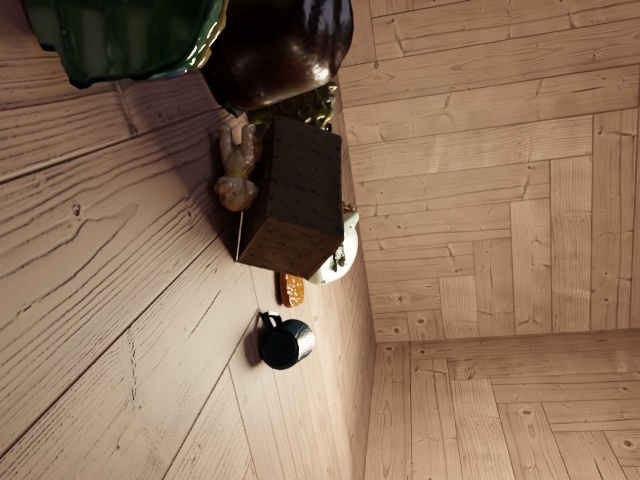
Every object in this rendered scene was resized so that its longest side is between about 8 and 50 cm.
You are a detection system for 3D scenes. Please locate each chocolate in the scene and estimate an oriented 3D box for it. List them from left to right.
[{"bbox_3d":[-0.089,-0.504,1.194,0.383,0.331,0.383,-8,90,-79],"label":"chocolate"}]

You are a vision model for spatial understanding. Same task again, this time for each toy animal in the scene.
[{"bbox_3d":[-0.176,-0.141,1.162,0.184,0.104,0.185,75,8,-75],"label":"toy animal"}]

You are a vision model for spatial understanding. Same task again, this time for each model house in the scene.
[{"bbox_3d":[-0.225,-0.382,0.712,0.329,0.252,0.295,-83,163,-69],"label":"model house"}]

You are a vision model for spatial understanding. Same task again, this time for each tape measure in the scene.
[{"bbox_3d":[0.036,0.023,1.800,0.243,0.125,0.246,-33,126,-36],"label":"tape measure"}]

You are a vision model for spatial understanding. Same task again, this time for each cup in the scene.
[{"bbox_3d":[-0.102,0.262,1.345,0.113,0.150,0.138,-62,168,6],"label":"cup"}]

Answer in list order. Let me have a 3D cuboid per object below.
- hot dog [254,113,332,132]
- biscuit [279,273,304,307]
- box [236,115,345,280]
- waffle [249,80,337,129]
[{"bbox_3d":[-0.063,-0.395,1.539,0.326,0.194,0.107,-53,167,-67],"label":"hot dog"},{"bbox_3d":[-0.093,0.110,1.583,0.192,0.036,0.186,4,77,-78],"label":"biscuit"},{"bbox_3d":[-0.069,-0.095,1.220,0.225,0.190,0.297,131,-35,-51],"label":"box"},{"bbox_3d":[-0.068,-0.380,1.390,0.054,0.223,0.204,93,18,-80],"label":"waffle"}]
